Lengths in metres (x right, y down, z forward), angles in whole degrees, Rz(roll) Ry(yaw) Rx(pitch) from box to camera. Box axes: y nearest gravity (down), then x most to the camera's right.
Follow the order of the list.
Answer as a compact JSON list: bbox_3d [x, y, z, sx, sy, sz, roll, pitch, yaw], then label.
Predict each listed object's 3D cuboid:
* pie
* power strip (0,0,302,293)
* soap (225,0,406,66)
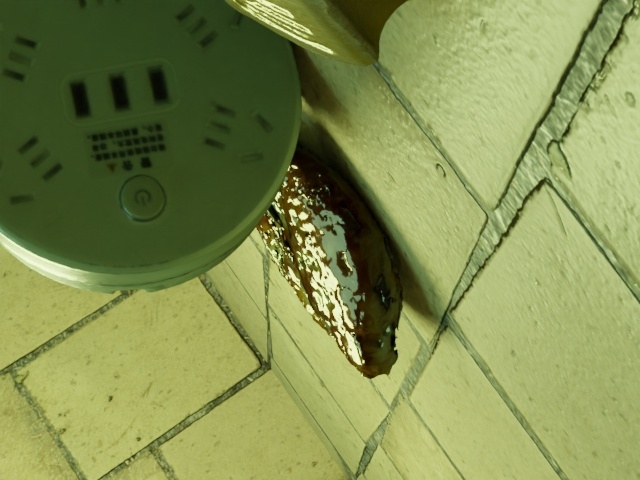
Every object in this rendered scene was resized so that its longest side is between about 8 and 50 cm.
[{"bbox_3d":[-0.001,0.001,1.510,0.308,0.085,0.308,58,169,18],"label":"pie"},{"bbox_3d":[-0.192,-0.132,1.310,0.357,0.357,0.161,56,169,4],"label":"power strip"},{"bbox_3d":[-0.027,-0.177,0.829,0.140,0.073,0.232,32,-179,17],"label":"soap"}]
